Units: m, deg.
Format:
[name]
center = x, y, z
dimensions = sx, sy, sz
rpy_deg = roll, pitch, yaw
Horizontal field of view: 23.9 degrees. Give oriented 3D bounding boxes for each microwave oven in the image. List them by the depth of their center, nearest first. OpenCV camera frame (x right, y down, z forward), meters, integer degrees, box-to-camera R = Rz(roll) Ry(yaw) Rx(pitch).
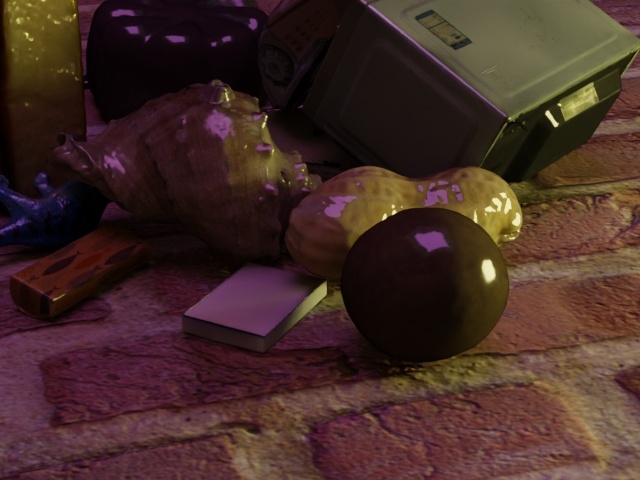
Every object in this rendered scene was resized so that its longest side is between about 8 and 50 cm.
[microwave oven]
center = 0.194, -0.202, 1.943
dimensions = 0.286, 0.218, 0.355
rpy_deg = 42, 41, 16

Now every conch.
[conch]
center = -0.143, -0.097, 1.789
dimensions = 0.324, 0.186, 0.263
rpy_deg = 25, 0, -7

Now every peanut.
[peanut]
center = 0.096, -0.021, 1.713
dimensions = 0.290, 0.130, 0.130
rpy_deg = -2, 25, -21

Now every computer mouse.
[computer mouse]
center = 0.010, -0.311, 1.992
dimensions = 0.115, 0.389, 0.199
rpy_deg = 42, 50, 5

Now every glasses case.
[glasses case]
center = -0.270, 0.036, 1.708
dimensions = 0.065, 0.041, 0.170
rpy_deg = 26, 34, 23

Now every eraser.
[eraser]
center = -0.071, 0.070, 1.655
dimensions = 0.104, 0.023, 0.150
rpy_deg = 13, 28, 24

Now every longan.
[longan]
center = 0.106, 0.046, 1.554
dimensions = 0.167, 0.167, 0.187
rpy_deg = -9, 9, -19

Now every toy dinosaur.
[toy dinosaur]
center = -0.323, -0.042, 1.827
dimensions = 0.329, 0.076, 0.144
rpy_deg = -20, 61, -39

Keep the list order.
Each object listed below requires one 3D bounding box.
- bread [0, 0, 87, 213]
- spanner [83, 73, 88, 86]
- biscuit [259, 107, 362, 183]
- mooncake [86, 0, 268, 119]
[bread]
center = -0.434, -0.233, 1.949
dimensions = 0.143, 0.323, 0.333
rpy_deg = -18, 29, -33
[spanner]
center = -0.424, -0.223, 2.280
dimensions = 0.254, 0.015, 0.054
rpy_deg = -20, 32, -36
[biscuit]
center = -0.004, -0.125, 2.039
dimensions = 0.147, 0.046, 0.250
rpy_deg = -10, 26, -22
[mooncake]
center = -0.205, -0.280, 2.240
dimensions = 0.306, 0.154, 0.306
rpy_deg = 5, 29, -2
